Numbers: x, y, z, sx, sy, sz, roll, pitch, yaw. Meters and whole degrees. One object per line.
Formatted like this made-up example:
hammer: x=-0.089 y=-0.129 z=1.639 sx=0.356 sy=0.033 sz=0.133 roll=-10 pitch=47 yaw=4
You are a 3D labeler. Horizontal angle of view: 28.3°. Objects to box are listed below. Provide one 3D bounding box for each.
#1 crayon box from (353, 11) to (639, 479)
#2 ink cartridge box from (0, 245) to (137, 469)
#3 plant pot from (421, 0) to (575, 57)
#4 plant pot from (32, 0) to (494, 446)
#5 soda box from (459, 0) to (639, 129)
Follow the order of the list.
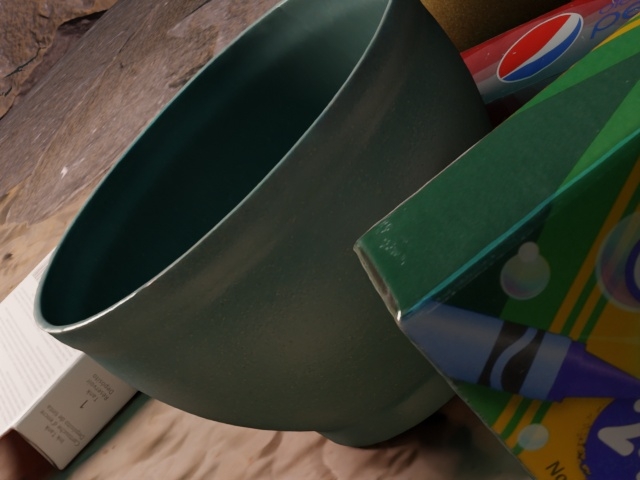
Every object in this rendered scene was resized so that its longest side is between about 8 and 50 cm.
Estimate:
crayon box: x=0.202 y=-0.017 z=0.477 sx=0.323 sy=0.203 sz=0.083 roll=-40 pitch=23 yaw=5
ink cartridge box: x=-0.279 y=0.135 z=1.146 sx=0.261 sy=0.066 sz=0.296 roll=-45 pitch=23 yaw=-8
plant pot: x=0.137 y=-0.223 z=0.969 sx=0.254 sy=0.237 sz=0.237 roll=-60 pitch=24 yaw=-2
plant pot: x=0.000 y=0.000 z=0.769 sx=0.293 sy=0.196 sz=0.293 roll=-39 pitch=22 yaw=19
soda box: x=0.198 y=-0.109 z=0.803 sx=0.263 sy=0.083 sz=0.092 roll=-20 pitch=32 yaw=40
